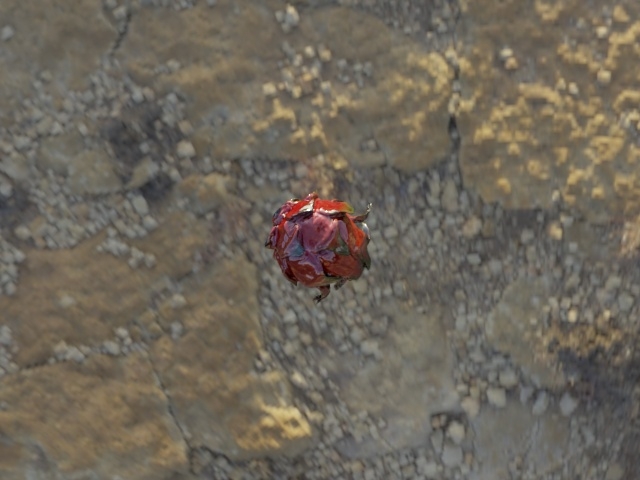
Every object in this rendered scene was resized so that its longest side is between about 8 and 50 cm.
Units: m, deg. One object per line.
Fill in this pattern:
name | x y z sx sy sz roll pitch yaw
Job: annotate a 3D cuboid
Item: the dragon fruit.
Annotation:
dragon fruit | -0.001 0.006 1.718 0.142 0.130 0.121 15 59 -26
